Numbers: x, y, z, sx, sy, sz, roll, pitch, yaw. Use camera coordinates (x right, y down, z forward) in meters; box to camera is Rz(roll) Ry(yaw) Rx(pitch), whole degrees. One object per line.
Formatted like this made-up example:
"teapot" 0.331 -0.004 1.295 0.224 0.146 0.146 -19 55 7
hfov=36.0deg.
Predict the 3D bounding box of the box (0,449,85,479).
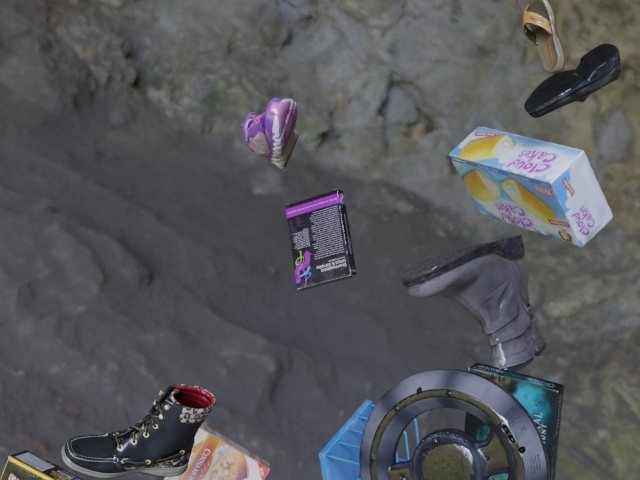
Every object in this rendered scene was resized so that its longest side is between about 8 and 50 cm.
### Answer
"box" -0.518 0.596 1.851 0.257 0.322 0.079 23 6 12

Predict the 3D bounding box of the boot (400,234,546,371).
"boot" 0.271 0.118 1.601 0.338 0.118 0.223 -10 86 -49

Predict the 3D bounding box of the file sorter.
"file sorter" 0.089 0.378 1.703 0.104 0.118 0.170 8 28 31

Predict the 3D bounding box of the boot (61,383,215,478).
"boot" -0.309 0.322 1.694 0.236 0.179 0.085 11 33 -32

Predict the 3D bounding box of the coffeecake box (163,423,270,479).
"coffeecake box" -0.223 0.502 2.127 0.185 0.142 0.068 31 -1 -3

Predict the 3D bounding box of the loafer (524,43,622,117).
"loafer" 0.406 -0.240 1.565 0.061 0.170 0.062 53 10 -39

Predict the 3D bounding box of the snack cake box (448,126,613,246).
"snack cake box" 0.363 -0.098 1.722 0.264 0.089 0.152 24 -28 55

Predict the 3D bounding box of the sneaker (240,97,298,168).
"sneaker" -0.101 -0.207 1.846 0.104 0.095 0.236 23 -13 3

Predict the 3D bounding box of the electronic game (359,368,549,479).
"electronic game" 0.151 0.264 1.146 0.229 0.229 0.048 38 15 22

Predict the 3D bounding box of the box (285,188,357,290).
"box" 0.000 0.000 1.779 0.029 0.116 0.162 16 63 -58

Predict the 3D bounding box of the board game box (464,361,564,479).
"board game box" 0.249 0.263 1.297 0.126 0.186 0.026 11 19 32

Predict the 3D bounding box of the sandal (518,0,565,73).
"sandal" 0.412 -0.399 1.868 0.049 0.180 0.072 -13 -8 -24
